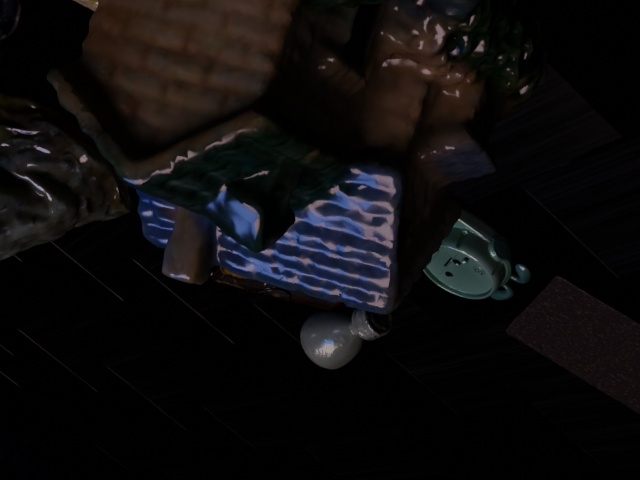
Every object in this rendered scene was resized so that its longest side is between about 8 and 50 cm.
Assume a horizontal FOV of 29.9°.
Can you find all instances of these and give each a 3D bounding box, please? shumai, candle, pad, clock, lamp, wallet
[{"bbox_3d":[-0.461,-0.051,1.732,0.309,0.263,0.304,8,145,42],"label":"shumai"},{"bbox_3d":[-0.532,-0.266,1.886,0.187,0.187,0.330,26,151,12],"label":"candle"},{"bbox_3d":[0.452,0.179,1.781,0.330,0.004,0.220,32,151,3],"label":"pad"},{"bbox_3d":[0.208,0.025,1.730,0.188,0.060,0.148,31,150,2],"label":"clock"},{"bbox_3d":[0.045,0.157,2.059,0.106,0.106,0.193,43,139,-17],"label":"lamp"},{"bbox_3d":[-0.057,0.066,1.979,0.232,0.031,0.122,15,147,-22],"label":"wallet"}]

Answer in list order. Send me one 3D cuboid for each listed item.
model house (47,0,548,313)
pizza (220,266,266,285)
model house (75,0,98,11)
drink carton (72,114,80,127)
[{"bbox_3d":[-0.026,-0.125,1.241,0.395,0.400,0.445,20,176,22],"label":"model house"},{"bbox_3d":[0.000,0.000,1.815,0.223,0.089,0.323,23,149,-36],"label":"pizza"},{"bbox_3d":[-0.263,-0.356,1.497,0.193,0.175,0.234,27,147,9],"label":"model house"},{"bbox_3d":[-0.254,-0.166,1.774,0.189,0.185,0.191,20,151,27],"label":"drink carton"}]
